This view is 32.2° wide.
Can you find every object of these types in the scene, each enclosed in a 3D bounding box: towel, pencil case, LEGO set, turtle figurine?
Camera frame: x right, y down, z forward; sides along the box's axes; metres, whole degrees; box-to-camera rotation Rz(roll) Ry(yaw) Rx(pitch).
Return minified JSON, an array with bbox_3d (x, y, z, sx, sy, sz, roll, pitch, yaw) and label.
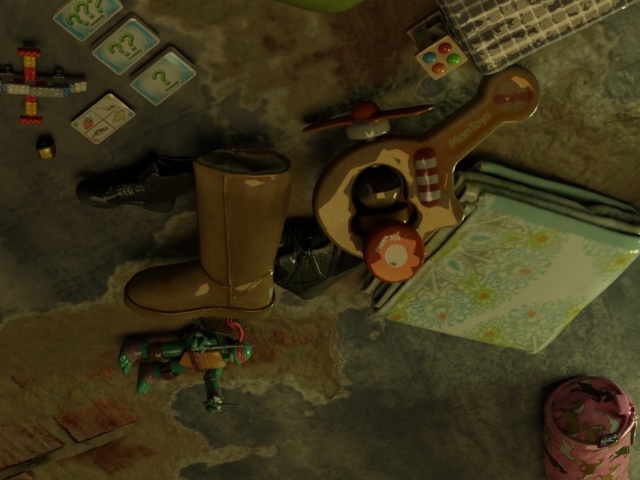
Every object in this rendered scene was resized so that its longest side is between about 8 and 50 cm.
[{"bbox_3d":[0.254,-0.345,1.305,0.283,0.121,0.235,-25,135,15],"label":"towel"},{"bbox_3d":[0.527,0.428,2.173,0.160,0.167,0.386,-40,143,-22],"label":"pencil case"},{"bbox_3d":[-0.305,-0.190,1.401,0.244,0.060,0.182,-33,130,22],"label":"LEGO set"},{"bbox_3d":[-0.197,0.197,1.796,0.234,0.118,0.175,-6,125,16],"label":"turtle figurine"},{"bbox_3d":[0.293,0.034,1.751,0.374,0.090,0.320,15,134,-26],"label":"towel"}]

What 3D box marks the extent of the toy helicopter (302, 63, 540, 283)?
[{"bbox_3d":[0.138,-0.127,1.511,0.355,0.140,0.235,-38,104,4],"label":"toy helicopter"}]

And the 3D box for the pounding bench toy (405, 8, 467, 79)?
[{"bbox_3d":[0.159,-0.242,1.436,0.052,0.065,0.083,-31,135,20],"label":"pounding bench toy"}]

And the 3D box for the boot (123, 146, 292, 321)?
[{"bbox_3d":[-0.164,-0.011,1.564,0.236,0.089,0.270,0,131,-6],"label":"boot"}]

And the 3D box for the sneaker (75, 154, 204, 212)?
[{"bbox_3d":[-0.245,-0.085,1.532,0.170,0.051,0.089,6,135,-25],"label":"sneaker"}]

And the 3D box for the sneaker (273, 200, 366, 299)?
[{"bbox_3d":[0.000,0.000,1.646,0.130,0.087,0.227,22,134,-39],"label":"sneaker"}]

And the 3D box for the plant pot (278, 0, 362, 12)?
[{"bbox_3d":[-0.042,-0.366,1.147,0.274,0.275,0.293,-27,152,17],"label":"plant pot"}]
